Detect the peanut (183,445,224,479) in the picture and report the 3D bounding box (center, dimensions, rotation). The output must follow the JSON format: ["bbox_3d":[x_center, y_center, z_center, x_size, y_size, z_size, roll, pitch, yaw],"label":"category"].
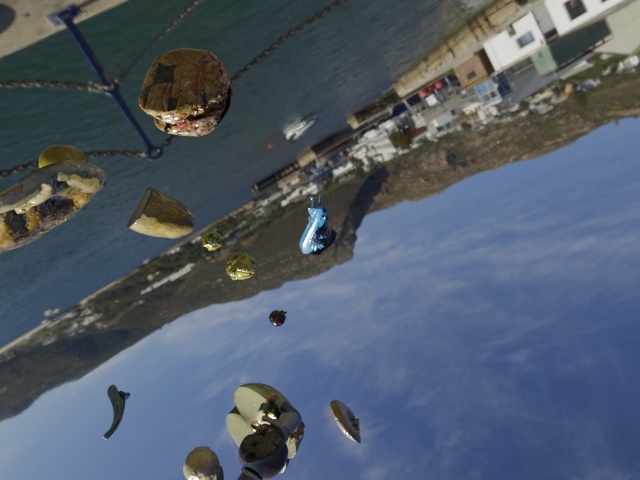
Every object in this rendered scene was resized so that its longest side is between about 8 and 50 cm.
[{"bbox_3d":[-0.308,0.610,1.229,0.090,0.098,0.214,-29,142,-27],"label":"peanut"}]

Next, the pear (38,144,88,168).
[{"bbox_3d":[-0.810,-0.251,1.456,0.141,0.104,0.141,-17,-156,8],"label":"pear"}]

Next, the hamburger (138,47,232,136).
[{"bbox_3d":[-0.321,-0.360,1.115,0.231,0.231,0.107,-30,153,3],"label":"hamburger"}]

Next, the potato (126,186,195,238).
[{"bbox_3d":[-0.692,-0.099,2.089,0.229,0.266,0.229,-37,-141,37],"label":"potato"}]

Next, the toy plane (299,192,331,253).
[{"bbox_3d":[-0.019,-0.041,1.771,0.105,0.254,0.271,-1,139,-11],"label":"toy plane"}]

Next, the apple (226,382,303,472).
[{"bbox_3d":[-0.236,0.798,1.976,0.311,0.360,0.320,-51,158,-12],"label":"apple"}]

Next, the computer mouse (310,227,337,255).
[{"bbox_3d":[0.000,0.000,2.041,0.172,0.099,0.057,-30,-144,-27],"label":"computer mouse"}]

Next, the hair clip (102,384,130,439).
[{"bbox_3d":[-0.690,0.583,1.570,0.048,0.083,0.275,-48,-157,-3],"label":"hair clip"}]

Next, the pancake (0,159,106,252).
[{"bbox_3d":[-0.707,-0.078,1.162,0.387,0.082,0.387,-38,-174,5],"label":"pancake"}]

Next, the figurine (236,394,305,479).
[{"bbox_3d":[-0.164,0.613,1.400,0.158,0.161,0.275,-10,-156,29],"label":"figurine"}]

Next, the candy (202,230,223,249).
[{"bbox_3d":[-0.350,-0.010,1.483,0.062,0.058,0.194,3,-172,-19],"label":"candy"}]

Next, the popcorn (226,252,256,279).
[{"bbox_3d":[-0.312,0.099,1.805,0.106,0.121,0.116,-18,142,-41],"label":"popcorn"}]

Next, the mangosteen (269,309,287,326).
[{"bbox_3d":[-0.203,0.364,2.190,0.081,0.081,0.081,-30,-172,5],"label":"mangosteen"}]

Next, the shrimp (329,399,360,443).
[{"bbox_3d":[0.109,0.699,1.744,0.077,0.317,0.168,-32,-133,0],"label":"shrimp"}]
